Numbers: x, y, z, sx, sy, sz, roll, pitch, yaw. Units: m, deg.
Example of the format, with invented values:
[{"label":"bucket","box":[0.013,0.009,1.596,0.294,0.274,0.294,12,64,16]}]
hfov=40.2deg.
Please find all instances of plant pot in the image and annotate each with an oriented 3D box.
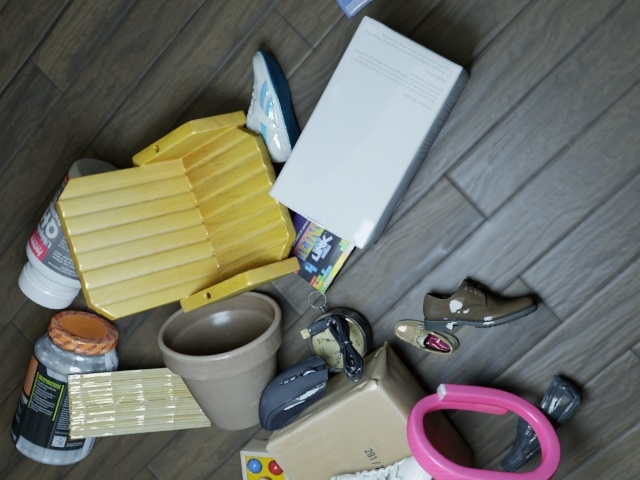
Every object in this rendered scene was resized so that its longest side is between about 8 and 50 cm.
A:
[{"label":"plant pot","box":[-0.186,0.265,1.842,0.263,0.263,0.229,-3,117,19]}]

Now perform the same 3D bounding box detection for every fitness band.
[{"label":"fitness band","box":[0.302,0.365,1.614,0.291,0.209,0.054,8,132,-13]}]

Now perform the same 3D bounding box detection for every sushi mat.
[{"label":"sushi mat","box":[-0.394,0.355,1.933,0.317,0.019,0.151,-1,101,-20]}]

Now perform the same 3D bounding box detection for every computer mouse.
[{"label":"computer mouse","box":[-0.042,0.251,1.746,0.262,0.184,0.060,-35,131,19]}]

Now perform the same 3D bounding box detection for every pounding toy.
[{"label":"pounding toy","box":[-0.103,0.523,1.920,0.130,0.100,0.141,-1,100,19]}]

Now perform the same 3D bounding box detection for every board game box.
[{"label":"board game box","box":[0.000,0.000,1.811,0.141,0.048,0.170,35,109,8]}]

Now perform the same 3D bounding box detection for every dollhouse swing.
[{"label":"dollhouse swing","box":[-0.286,-0.041,1.722,0.315,0.305,0.346,-24,82,39]}]

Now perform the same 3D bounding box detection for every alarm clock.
[{"label":"alarm clock","box":[0.033,0.189,1.828,0.129,0.064,0.192,-28,94,22]}]

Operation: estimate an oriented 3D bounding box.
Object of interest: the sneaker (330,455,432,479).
[{"label":"sneaker","box":[0.090,0.472,1.637,0.123,0.106,0.290,41,116,-7]}]

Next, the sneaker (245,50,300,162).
[{"label":"sneaker","box":[-0.110,-0.269,1.776,0.092,0.087,0.228,-10,95,22]}]

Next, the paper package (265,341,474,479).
[{"label":"paper package","box":[0.101,0.427,1.767,0.309,0.168,0.324,-34,101,23]}]

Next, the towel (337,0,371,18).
[{"label":"towel","box":[0.105,-0.592,1.667,0.285,0.034,0.209,-36,90,23]}]

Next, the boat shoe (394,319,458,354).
[{"label":"boat shoe","box":[0.211,0.197,1.778,0.135,0.045,0.050,13,104,16]}]

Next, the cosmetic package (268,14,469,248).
[{"label":"cosmetic package","box":[0.095,-0.199,1.659,0.217,0.156,0.385,33,103,11]}]

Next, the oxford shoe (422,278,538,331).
[{"label":"oxford shoe","box":[0.308,0.122,1.713,0.227,0.083,0.096,-6,94,19]}]

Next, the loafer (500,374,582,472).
[{"label":"loafer","box":[0.423,0.362,1.727,0.078,0.076,0.223,39,105,14]}]

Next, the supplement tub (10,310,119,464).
[{"label":"supplement tub","box":[-0.576,0.332,1.995,0.194,0.193,0.315,25,108,13]}]

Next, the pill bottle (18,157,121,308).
[{"label":"pill bottle","box":[-0.533,-0.008,1.922,0.176,0.176,0.318,39,110,8]}]
